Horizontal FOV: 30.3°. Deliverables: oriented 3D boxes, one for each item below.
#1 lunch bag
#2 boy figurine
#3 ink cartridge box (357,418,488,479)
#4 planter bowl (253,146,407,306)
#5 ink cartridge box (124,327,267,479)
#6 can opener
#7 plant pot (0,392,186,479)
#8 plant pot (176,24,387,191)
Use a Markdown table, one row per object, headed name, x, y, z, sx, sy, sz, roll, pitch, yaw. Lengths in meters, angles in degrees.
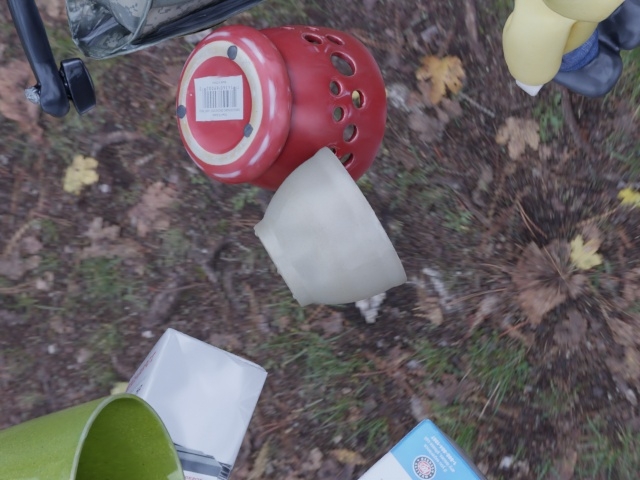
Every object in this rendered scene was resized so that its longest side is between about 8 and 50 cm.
| name | x | y | z | sx | sy | sz | roll | pitch | yaw |
| --- | --- | --- | --- | --- | --- | --- | --- | --- | --- |
| lunch bag | -0.154 | -0.328 | 1.353 | 0.235 | 0.287 | 0.169 | -29 | 73 | -32 |
| boy figurine | 0.196 | -0.187 | 0.843 | 0.092 | 0.285 | 0.177 | 36 | 93 | 11 |
| ink cartridge box | 0.044 | 0.169 | 0.614 | 0.122 | 0.052 | 0.088 | -42 | 58 | 1 |
| planter bowl | 0.000 | 0.000 | 1.205 | 0.109 | 0.162 | 0.162 | -30 | 83 | -3 |
| ink cartridge box | -0.247 | 0.361 | 1.693 | 0.166 | 0.285 | 0.395 | 26 | 61 | -10 |
| can opener | -0.320 | -0.219 | 1.346 | 0.073 | 0.186 | 0.059 | -35 | 39 | -20 |
| plant pot | -0.304 | 0.301 | 1.116 | 0.293 | 0.275 | 0.274 | -10 | 86 | 14 |
| plant pot | -0.050 | -0.143 | 1.302 | 0.191 | 0.174 | 0.191 | 6 | 99 | 43 |
